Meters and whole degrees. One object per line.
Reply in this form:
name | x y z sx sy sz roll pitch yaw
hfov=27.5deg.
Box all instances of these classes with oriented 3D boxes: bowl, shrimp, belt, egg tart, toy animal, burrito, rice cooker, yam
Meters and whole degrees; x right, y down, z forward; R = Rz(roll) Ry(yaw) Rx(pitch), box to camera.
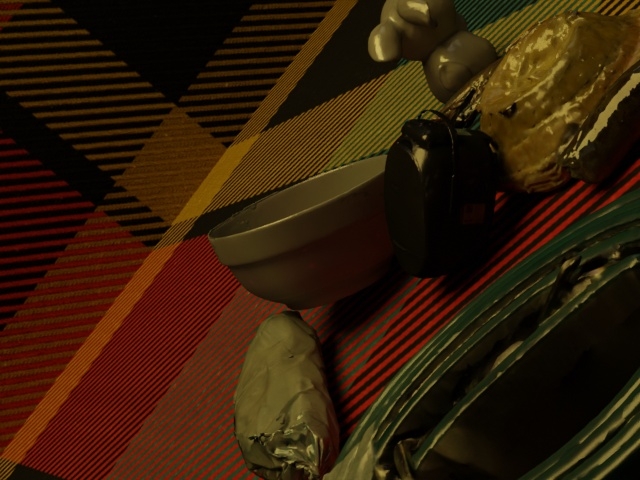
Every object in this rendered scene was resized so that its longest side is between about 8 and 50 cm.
bowl | 0.000 0.000 1.817 0.287 0.144 0.287 -21 11 4
shrimp | 0.218 -0.191 1.945 0.219 0.046 0.152 -41 15 30
belt | 0.192 0.142 0.980 0.436 0.173 0.300 -44 19 22
egg tart | 0.289 -0.184 1.597 0.290 0.115 0.290 -46 17 19
toy animal | 0.177 -0.304 2.049 0.127 0.193 0.178 -40 20 25
burrito | -0.045 0.211 1.631 0.139 0.101 0.445 -44 16 8
rice cooker | 0.143 -0.055 1.581 0.142 0.118 0.203 -133 44 -61
yam | 0.380 -0.188 1.425 0.317 0.067 0.071 -49 7 7
